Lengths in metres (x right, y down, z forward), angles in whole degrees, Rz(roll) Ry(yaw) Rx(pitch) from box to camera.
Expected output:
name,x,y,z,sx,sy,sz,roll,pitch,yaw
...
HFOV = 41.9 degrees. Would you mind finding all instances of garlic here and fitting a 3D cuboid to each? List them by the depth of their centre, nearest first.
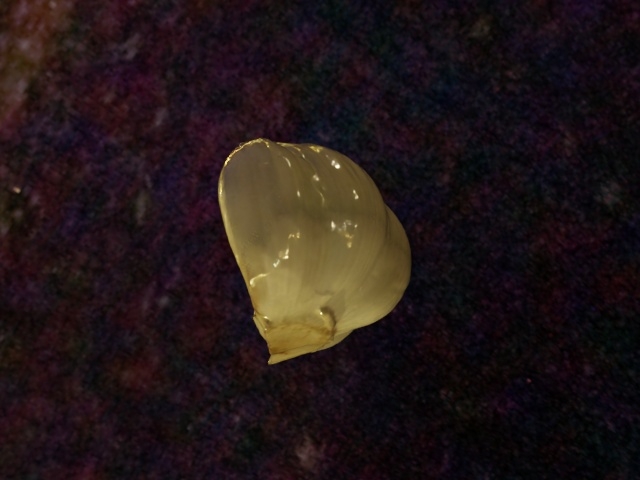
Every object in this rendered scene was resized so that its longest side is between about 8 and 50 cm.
name,x,y,z,sx,sy,sz,roll,pitch,yaw
garlic,0.000,0.000,0.702,0.142,0.229,0.178,-13,67,12
